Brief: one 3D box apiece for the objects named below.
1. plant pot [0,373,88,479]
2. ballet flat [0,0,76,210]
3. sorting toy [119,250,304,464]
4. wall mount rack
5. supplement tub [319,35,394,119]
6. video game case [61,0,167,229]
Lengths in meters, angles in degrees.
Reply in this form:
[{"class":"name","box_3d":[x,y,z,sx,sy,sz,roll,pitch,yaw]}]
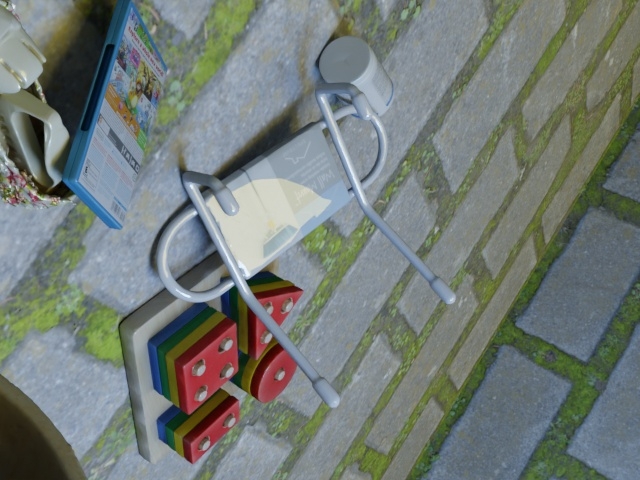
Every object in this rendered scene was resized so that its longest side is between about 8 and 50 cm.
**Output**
[{"class":"plant pot","box_3d":[-0.335,0.265,0.502,0.333,0.333,0.306,-21,145,-53]},{"class":"ballet flat","box_3d":[-0.235,-0.115,0.650,0.091,0.077,0.241,-59,156,-32]},{"class":"sorting toy","box_3d":[-0.119,0.144,1.097,0.255,0.089,0.257,-39,146,-38]},{"class":"wall mount rack","box_3d":[0.000,0.000,0.999,0.350,0.130,0.304,-37,118,-23]},{"class":"supplement tub","box_3d":[0.048,-0.203,1.077,0.071,0.071,0.107,-59,154,-5]},{"class":"video game case","box_3d":[-0.174,-0.106,0.743,0.119,0.015,0.166,73,28,-71]}]
